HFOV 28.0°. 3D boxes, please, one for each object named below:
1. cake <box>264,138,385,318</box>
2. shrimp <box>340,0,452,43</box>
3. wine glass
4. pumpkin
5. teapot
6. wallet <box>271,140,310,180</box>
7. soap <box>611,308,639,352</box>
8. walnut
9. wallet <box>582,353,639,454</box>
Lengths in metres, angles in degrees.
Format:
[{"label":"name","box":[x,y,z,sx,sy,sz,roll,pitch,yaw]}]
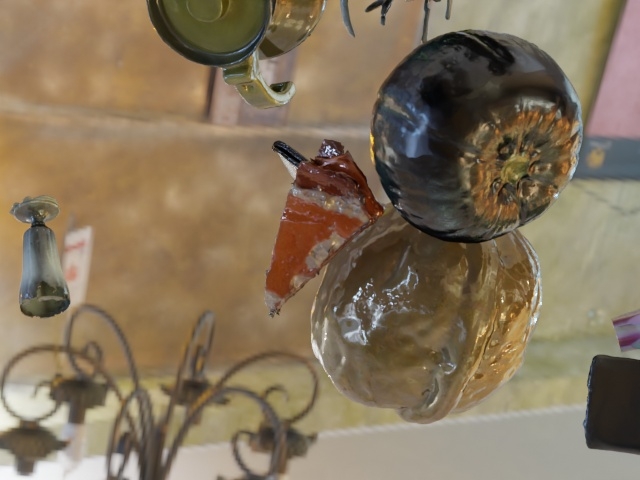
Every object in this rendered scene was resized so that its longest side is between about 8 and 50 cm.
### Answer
[{"label":"cake","box":[-0.002,0.003,1.844,0.135,0.287,0.098,25,-150,4]},{"label":"shrimp","box":[0.153,-0.382,1.768,0.410,0.221,0.166,-5,-127,27]},{"label":"wine glass","box":[-0.380,0.021,1.736,0.072,0.072,0.155,3,-120,-25]},{"label":"pumpkin","box":[0.207,-0.148,1.759,0.315,0.315,0.238,-2,-157,-35]},{"label":"teapot","box":[-0.058,-0.173,0.948,0.130,0.166,0.119,-7,-157,24]},{"label":"wallet","box":[-0.011,-0.094,2.361,0.137,0.031,0.255,41,173,20]},{"label":"soap","box":[0.492,0.128,1.924,0.100,0.056,0.149,-19,175,-14]},{"label":"walnut","box":[0.169,0.104,2.015,0.381,0.381,0.381,10,-162,-3]},{"label":"wallet","box":[0.533,0.254,1.885,0.285,0.146,0.030,6,-179,13]}]
